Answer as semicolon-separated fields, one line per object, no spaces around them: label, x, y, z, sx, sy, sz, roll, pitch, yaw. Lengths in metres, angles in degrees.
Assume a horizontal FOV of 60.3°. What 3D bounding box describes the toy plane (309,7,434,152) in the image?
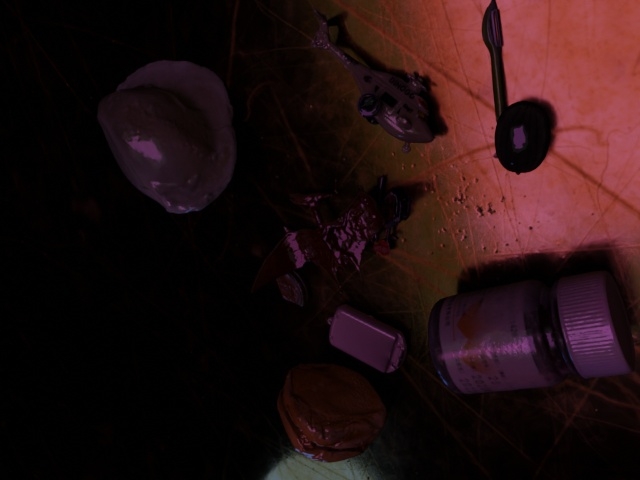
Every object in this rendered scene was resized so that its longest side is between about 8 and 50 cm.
toy plane;0.082;-0.262;0.902;0.286;0.092;0.108;42;103;10

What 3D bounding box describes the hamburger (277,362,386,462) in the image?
hamburger;0.022;0.334;1.088;0.213;0.213;0.108;35;118;16

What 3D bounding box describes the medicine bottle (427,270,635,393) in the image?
medicine bottle;0.320;0.145;0.858;0.273;0.165;0.165;-19;98;35

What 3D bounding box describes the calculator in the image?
calculator;0.089;0.195;1.097;0.174;0.032;0.100;25;119;22

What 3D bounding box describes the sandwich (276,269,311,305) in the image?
sandwich;-0.062;0.094;1.156;0.069;0.026;0.101;-23;96;34

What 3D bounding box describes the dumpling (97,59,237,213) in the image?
dumpling;-0.315;-0.202;1.090;0.270;0.212;0.321;-32;100;33

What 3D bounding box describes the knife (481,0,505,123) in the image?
knife;0.261;-0.264;0.827;0.025;0.022;0.184;-9;103;7

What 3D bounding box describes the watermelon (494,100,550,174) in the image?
watermelon;0.298;-0.150;0.814;0.078;0.078;0.111;6;111;30

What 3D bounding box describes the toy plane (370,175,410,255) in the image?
toy plane;0.122;-0.040;0.987;0.060;0.037;0.145;17;115;30

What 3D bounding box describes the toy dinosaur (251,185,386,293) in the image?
toy dinosaur;0.007;0.006;1.007;0.327;0.112;0.207;7;109;40
